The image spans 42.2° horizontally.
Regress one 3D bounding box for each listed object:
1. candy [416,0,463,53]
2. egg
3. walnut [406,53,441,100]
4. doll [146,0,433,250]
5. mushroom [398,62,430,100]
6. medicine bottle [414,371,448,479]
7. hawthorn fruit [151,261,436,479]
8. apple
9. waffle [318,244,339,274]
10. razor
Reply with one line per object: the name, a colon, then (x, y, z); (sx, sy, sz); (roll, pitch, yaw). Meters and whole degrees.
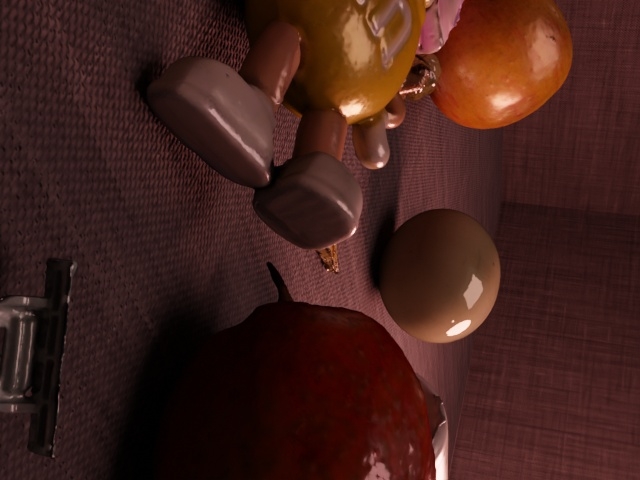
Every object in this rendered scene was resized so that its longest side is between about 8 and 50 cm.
candy: (0.170, -0.427, 1.318); (0.155, 0.116, 0.265); (82, 22, -44)
egg: (0.213, 0.062, 1.494); (0.269, 0.219, 0.219); (-60, 152, -44)
walnut: (0.166, -0.287, 1.427); (0.092, 0.092, 0.092); (7, 90, -74)
doll: (-0.010, -0.200, 0.766); (0.348, 0.161, 0.423); (20, 69, -56)
mushroom: (0.100, -0.234, 1.222); (0.109, 0.085, 0.126); (-45, 175, 21)
medicine bottle: (0.064, 0.354, 1.115); (0.213, 0.214, 0.378); (-63, 155, -49)
hawthorn fruit: (-0.032, 0.157, 0.740); (0.254, 0.254, 0.300); (59, 14, -64)
apple: (0.324, -0.370, 1.591); (0.275, 0.299, 0.299); (47, 44, -28)
waffle: (0.000, 0.000, 1.087); (0.097, 0.023, 0.152); (-56, 149, -54)
razor: (-0.214, 0.055, 0.363); (0.278, 0.056, 0.111); (11, 85, -66)
